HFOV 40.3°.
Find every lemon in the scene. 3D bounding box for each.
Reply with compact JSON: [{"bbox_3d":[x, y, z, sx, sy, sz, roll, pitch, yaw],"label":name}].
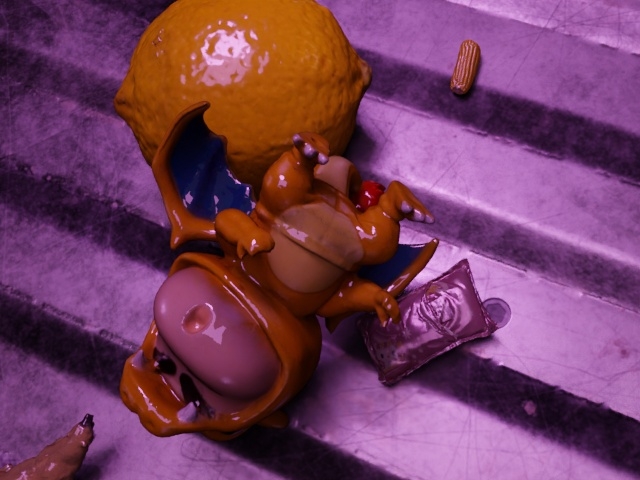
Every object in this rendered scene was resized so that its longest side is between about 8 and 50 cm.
[{"bbox_3d":[-0.109,-0.205,1.237,0.335,0.336,0.336,-3,67,8],"label":"lemon"}]

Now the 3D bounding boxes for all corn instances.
[{"bbox_3d":[0.226,-0.269,1.356,0.037,0.037,0.092,15,70,15],"label":"corn"}]

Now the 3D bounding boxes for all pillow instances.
[{"bbox_3d":[0.146,0.115,1.207,0.185,0.043,0.118,-28,64,6],"label":"pillow"}]

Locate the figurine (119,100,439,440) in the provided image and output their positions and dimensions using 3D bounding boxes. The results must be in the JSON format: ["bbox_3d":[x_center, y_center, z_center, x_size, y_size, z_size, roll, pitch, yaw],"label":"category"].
[{"bbox_3d":[-0.040,0.066,1.081,0.387,0.401,0.268,-56,35,14],"label":"figurine"}]

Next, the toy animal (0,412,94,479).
[{"bbox_3d":[-0.382,0.317,1.178,0.218,0.101,0.103,-28,64,-3],"label":"toy animal"}]
